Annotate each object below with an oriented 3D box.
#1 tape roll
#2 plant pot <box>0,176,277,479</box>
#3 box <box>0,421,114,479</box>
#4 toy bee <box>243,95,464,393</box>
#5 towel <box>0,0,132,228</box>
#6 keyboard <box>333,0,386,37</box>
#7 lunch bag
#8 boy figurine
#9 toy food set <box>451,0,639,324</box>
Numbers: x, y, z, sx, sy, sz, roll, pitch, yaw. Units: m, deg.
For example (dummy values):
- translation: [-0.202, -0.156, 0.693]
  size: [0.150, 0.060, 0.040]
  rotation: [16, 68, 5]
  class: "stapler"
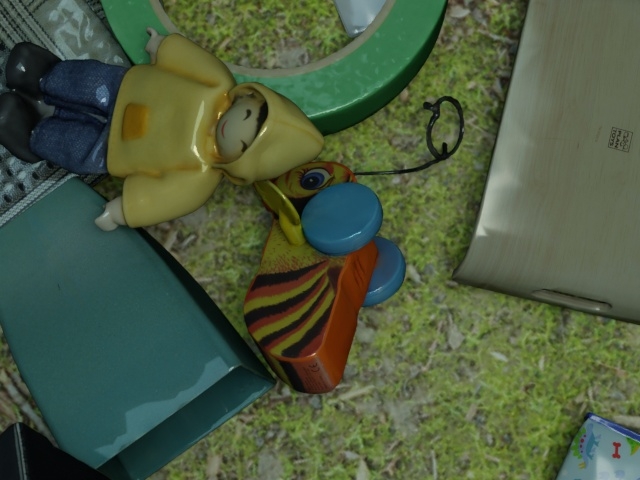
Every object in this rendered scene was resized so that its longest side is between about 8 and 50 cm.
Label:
- translation: [-0.040, -0.252, 1.187]
  size: [0.321, 0.077, 0.321]
  rotation: [0, 81, 3]
  class: "tape roll"
- translation: [-0.183, 0.073, 1.155]
  size: [0.165, 0.166, 0.234]
  rotation: [-36, 75, 0]
  class: "plant pot"
- translation: [-0.237, 0.396, 1.013]
  size: [0.293, 0.212, 0.395]
  rotation: [38, 100, -29]
  class: "box"
- translation: [0.000, 0.000, 1.163]
  size: [0.162, 0.298, 0.195]
  rotation: [8, 123, 31]
  class: "toy bee"
- translation: [-0.346, -0.153, 1.231]
  size: [0.312, 0.056, 0.324]
  rotation: [-37, 84, 0]
  class: "towel"
- translation: [0.132, -0.273, 1.234]
  size: [0.256, 0.014, 0.072]
  rotation: [-23, 90, 2]
  class: "keyboard"
- translation: [0.277, 0.238, 1.141]
  size: [0.151, 0.096, 0.129]
  rotation: [24, 87, 15]
  class: "lunch bag"
- translation: [-0.135, -0.088, 1.070]
  size: [0.285, 0.092, 0.177]
  rotation: [13, 79, 29]
  class: "boy figurine"
- translation: [0.258, -0.087, 1.182]
  size: [0.219, 0.092, 0.306]
  rotation: [14, 88, -7]
  class: "toy food set"
